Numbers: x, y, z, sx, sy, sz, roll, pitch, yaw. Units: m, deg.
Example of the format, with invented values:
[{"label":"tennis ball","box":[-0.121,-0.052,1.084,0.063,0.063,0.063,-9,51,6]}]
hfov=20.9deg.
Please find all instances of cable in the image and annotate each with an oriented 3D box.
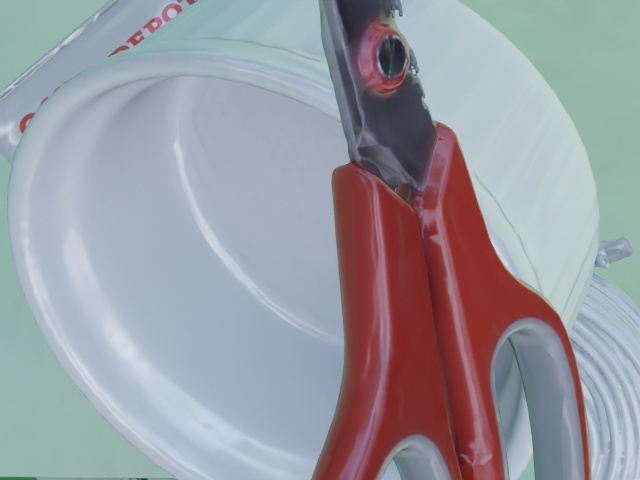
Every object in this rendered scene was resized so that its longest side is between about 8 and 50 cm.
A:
[{"label":"cable","box":[0.140,0.139,1.276,0.257,0.089,0.257,-9,97,17]}]

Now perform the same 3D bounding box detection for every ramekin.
[{"label":"ramekin","box":[0.000,0.000,0.841,0.277,0.277,0.135,46,45,-8]}]

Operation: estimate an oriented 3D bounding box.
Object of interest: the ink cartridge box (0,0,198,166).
[{"label":"ink cartridge box","box":[-0.073,-0.050,1.213,0.197,0.114,0.273,-38,100,9]}]

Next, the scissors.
[{"label":"scissors","box":[0.021,-0.028,0.409,0.109,0.021,0.297,-16,104,-43]}]

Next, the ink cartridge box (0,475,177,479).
[{"label":"ink cartridge box","box":[-0.112,0.218,1.002,0.208,0.153,0.087,8,129,-45]}]
